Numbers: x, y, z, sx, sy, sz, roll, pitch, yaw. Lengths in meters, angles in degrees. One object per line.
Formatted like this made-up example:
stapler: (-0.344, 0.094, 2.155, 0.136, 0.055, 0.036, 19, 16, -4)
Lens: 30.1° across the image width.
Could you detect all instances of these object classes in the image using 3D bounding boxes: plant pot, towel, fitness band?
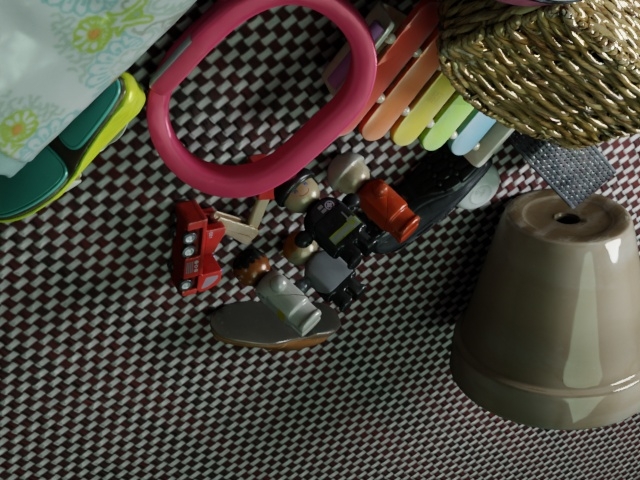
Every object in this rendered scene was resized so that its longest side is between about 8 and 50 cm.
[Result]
plant pot: (0.363, 0.084, 1.824, 0.323, 0.323, 0.280, -14, 121, -22)
towel: (-0.322, -0.254, 1.156, 0.320, 0.090, 0.374, -40, 140, 9)
fitness band: (-0.071, -0.174, 1.369, 0.291, 0.054, 0.209, -40, 118, 19)

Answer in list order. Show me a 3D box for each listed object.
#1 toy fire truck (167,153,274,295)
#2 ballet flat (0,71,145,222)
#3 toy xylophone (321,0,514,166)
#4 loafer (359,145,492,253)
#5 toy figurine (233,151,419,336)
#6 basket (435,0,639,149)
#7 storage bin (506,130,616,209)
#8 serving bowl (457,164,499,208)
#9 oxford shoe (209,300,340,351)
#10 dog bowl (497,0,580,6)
toy fire truck: (-0.127, -0.017, 1.561, 0.135, 0.047, 0.192, -14, 138, -24)
ballet flat: (-0.284, -0.101, 1.357, 0.231, 0.077, 0.077, -44, 162, 11)
toy xylophone: (0.147, -0.220, 1.506, 0.322, 0.081, 0.236, 10, 124, -40)
loafer: (0.151, -0.059, 1.684, 0.223, 0.076, 0.078, -38, 146, 14)
toy figurine: (0.000, 0.000, 1.552, 0.209, 0.148, 0.213, -54, 166, 31)
basket: (0.276, -0.268, 1.410, 0.213, 0.223, 0.299, -15, 151, 41)
storage bin: (0.324, -0.137, 1.675, 0.084, 0.122, 0.180, -42, 140, 10)
serving bowl: (0.230, -0.076, 1.751, 0.083, 0.027, 0.083, -18, 138, -17)
oxford shoe: (-0.074, 0.137, 1.738, 0.212, 0.076, 0.076, 4, 141, -35)
dog bowl: (0.204, -0.406, 1.138, 0.408, 0.408, 0.150, 3, 165, -36)
